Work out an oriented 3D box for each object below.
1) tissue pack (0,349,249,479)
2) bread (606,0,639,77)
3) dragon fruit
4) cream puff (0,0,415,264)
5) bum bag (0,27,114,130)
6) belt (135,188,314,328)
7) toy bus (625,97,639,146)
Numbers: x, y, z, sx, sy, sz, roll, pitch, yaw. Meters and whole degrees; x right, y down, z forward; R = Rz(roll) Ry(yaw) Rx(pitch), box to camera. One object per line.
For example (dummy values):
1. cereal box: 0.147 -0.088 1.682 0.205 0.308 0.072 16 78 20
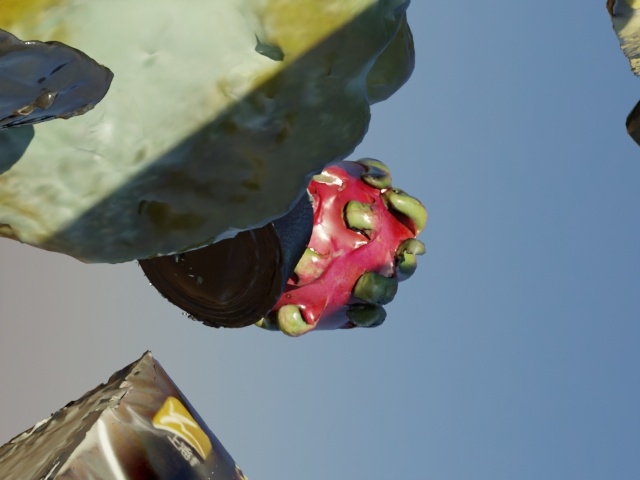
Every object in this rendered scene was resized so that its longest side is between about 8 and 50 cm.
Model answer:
1. tissue pack: -0.062 0.270 0.800 0.370 0.198 0.210 53 23 -10
2. bread: 0.409 -0.351 1.583 0.242 0.405 0.346 57 21 -74
3. dragon fruit: -0.004 -0.007 1.806 0.198 0.218 0.273 62 9 -12
4. cream puff: -0.103 -0.182 1.027 0.275 0.378 0.378 -110 -157 -44
5. bum bag: -0.225 -0.059 0.855 0.123 0.248 0.060 37 37 -61
6. belt: -0.087 -0.013 1.607 0.078 0.151 0.198 -60 177 -39
7. toy bus: 0.254 -0.106 0.543 0.312 0.152 0.190 -41 170 -31
